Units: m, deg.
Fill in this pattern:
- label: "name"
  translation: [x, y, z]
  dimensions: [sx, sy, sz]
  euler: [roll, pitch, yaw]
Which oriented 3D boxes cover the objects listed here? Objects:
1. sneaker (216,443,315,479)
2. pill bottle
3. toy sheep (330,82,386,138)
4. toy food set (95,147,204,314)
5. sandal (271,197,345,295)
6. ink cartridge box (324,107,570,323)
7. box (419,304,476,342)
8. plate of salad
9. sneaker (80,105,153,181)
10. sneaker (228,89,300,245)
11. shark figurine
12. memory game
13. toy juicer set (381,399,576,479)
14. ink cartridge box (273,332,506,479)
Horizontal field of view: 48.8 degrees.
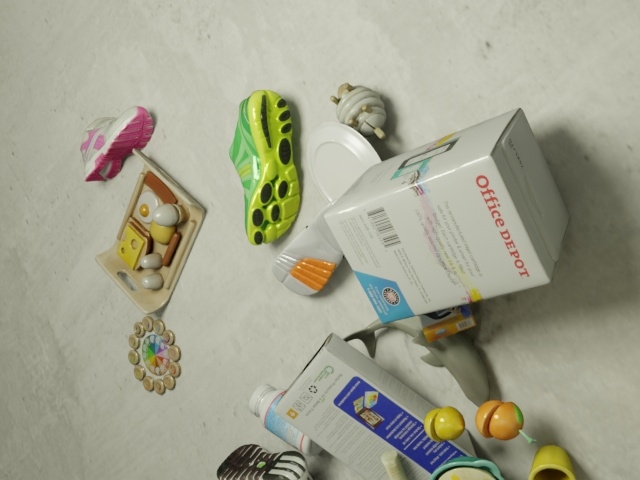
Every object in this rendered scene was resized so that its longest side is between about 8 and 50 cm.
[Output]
- label: "sneaker"
  translation: [-0.092, 0.504, 1.411]
  dimensions: [0.281, 0.106, 0.163]
  euler: [-14, 113, 54]
- label: "pill bottle"
  translation: [-0.060, 0.343, 1.372]
  dimensions: [0.160, 0.087, 0.087]
  euler: [24, 109, 32]
- label: "toy sheep"
  translation: [0.069, -0.220, 1.213]
  dimensions: [0.091, 0.091, 0.132]
  euler: [-47, 59, 31]
- label: "toy food set"
  translation: [-0.396, -0.018, 1.578]
  dimensions: [0.219, 0.092, 0.306]
  euler: [40, 116, 26]
- label: "sandal"
  translation: [0.008, 0.007, 1.290]
  dimensions: [0.102, 0.076, 0.265]
  euler: [42, 132, -1]
- label: "ink cartridge box"
  translation: [0.192, -0.033, 1.037]
  dimensions: [0.270, 0.197, 0.198]
  euler: [-18, 108, 35]
- label: "box"
  translation: [0.192, 0.094, 1.142]
  dimensions: [0.081, 0.028, 0.136]
  euler: [-22, 43, 9]
- label: "plate of salad"
  translation: [0.052, -0.119, 1.243]
  dimensions: [0.199, 0.048, 0.200]
  euler: [33, 141, 32]
- label: "sneaker"
  translation: [-0.481, -0.239, 1.611]
  dimensions: [0.252, 0.103, 0.111]
  euler: [-34, 77, 33]
- label: "sneaker"
  translation: [-0.110, -0.139, 1.362]
  dimensions: [0.123, 0.109, 0.296]
  euler: [16, 108, 58]
- label: "shark figurine"
  translation: [0.156, 0.164, 1.179]
  dimensions: [0.278, 0.116, 0.166]
  euler: [17, 104, 32]
- label: "memory game"
  translation: [-0.392, 0.271, 1.658]
  dimensions: [0.186, 0.012, 0.186]
  euler: [4, 97, 36]
- label: "toy juicer set"
  translation: [0.212, 0.372, 1.112]
  dimensions: [0.329, 0.089, 0.209]
  euler: [-37, 98, 27]
- label: "ink cartridge box"
  translation: [0.116, 0.333, 1.208]
  dimensions: [0.370, 0.069, 0.176]
  euler: [37, 118, 2]
